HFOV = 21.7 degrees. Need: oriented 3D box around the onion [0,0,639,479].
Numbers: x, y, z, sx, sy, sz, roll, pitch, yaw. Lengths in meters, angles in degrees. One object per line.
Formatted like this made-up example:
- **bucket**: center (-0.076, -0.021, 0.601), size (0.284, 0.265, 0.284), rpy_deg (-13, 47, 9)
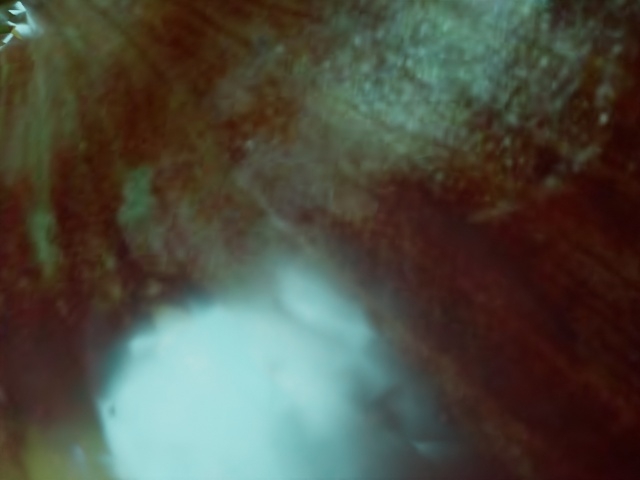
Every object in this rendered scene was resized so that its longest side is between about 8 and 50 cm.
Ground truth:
- **onion**: center (0.008, 0.001, 0.495), size (0.341, 0.341, 0.341), rpy_deg (41, 172, 7)
